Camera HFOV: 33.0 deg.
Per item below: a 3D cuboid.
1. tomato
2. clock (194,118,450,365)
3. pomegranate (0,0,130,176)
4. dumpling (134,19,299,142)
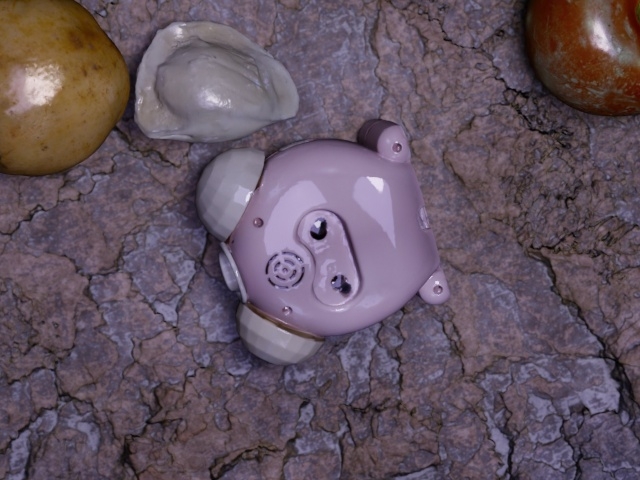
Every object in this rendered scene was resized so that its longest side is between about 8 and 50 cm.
[{"bbox_3d":[0.428,-0.316,1.605,0.270,0.222,0.270,2,84,-23],"label":"tomato"},{"bbox_3d":[0.000,0.000,1.624,0.325,0.184,0.342,-17,99,-2],"label":"clock"},{"bbox_3d":[-0.397,-0.216,1.470,0.260,0.260,0.260,-2,102,-10],"label":"pomegranate"},{"bbox_3d":[-0.152,-0.233,1.573,0.252,0.131,0.179,-7,79,-18],"label":"dumpling"}]
